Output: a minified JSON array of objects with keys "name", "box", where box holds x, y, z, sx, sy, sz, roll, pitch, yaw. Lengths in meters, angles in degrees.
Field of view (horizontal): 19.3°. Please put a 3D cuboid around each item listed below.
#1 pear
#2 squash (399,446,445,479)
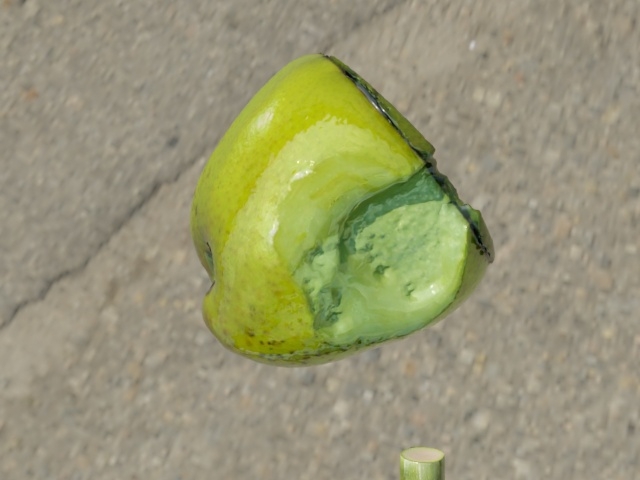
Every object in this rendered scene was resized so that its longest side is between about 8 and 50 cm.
[{"name":"pear","box":[0.000,0.000,1.732,0.292,0.159,0.292,-5,111,-13]},{"name":"squash","box":[0.057,0.162,1.077,0.027,0.027,0.083,4,105,14]}]
